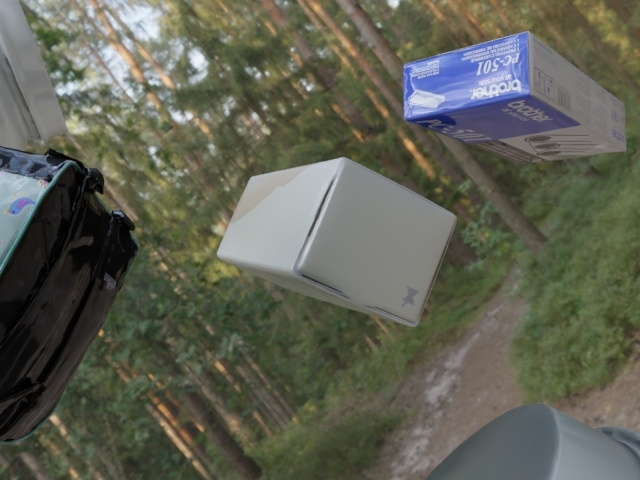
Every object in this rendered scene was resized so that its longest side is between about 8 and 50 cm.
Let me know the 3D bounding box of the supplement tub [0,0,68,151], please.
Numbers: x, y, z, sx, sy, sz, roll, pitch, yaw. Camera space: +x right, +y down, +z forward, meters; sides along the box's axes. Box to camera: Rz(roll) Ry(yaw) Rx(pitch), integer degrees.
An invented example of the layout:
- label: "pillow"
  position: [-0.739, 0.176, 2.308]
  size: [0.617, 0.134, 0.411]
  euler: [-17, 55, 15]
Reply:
- label: "supplement tub"
  position: [-0.471, -0.162, 0.742]
  size: [0.325, 0.235, 0.235]
  euler: [-22, -4, -17]

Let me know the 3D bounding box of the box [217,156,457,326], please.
- label: "box"
  position: [0.000, 0.000, 0.777]
  size: [0.311, 0.148, 0.121]
  euler: [5, 71, 67]

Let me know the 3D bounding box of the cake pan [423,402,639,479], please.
- label: "cake pan"
  position: [0.070, 0.207, 0.392]
  size: [0.293, 0.054, 0.293]
  euler: [-48, -7, -8]

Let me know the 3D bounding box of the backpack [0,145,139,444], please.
- label: "backpack"
  position: [-0.232, 0.041, 0.486]
  size: [0.166, 0.145, 0.188]
  euler: [86, -166, -65]

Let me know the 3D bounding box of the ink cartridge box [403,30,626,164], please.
- label: "ink cartridge box"
  position: [0.161, -0.102, 0.542]
  size: [0.097, 0.046, 0.207]
  euler: [-4, -7, 40]
